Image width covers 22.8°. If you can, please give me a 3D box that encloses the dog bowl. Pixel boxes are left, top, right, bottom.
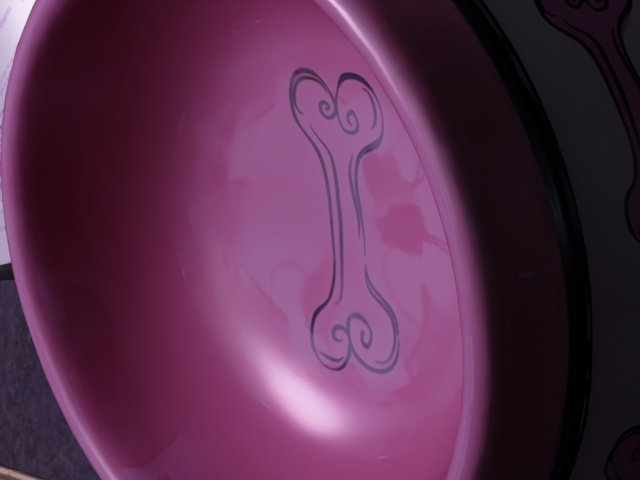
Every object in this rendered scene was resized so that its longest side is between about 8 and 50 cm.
[{"bbox_3d":[0.000,0.000,0.762,0.408,0.150,0.408,20,118,43],"label":"dog bowl"}]

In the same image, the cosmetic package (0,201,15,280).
[{"bbox_3d":[-0.230,-0.091,1.209,0.117,0.085,0.231,-15,80,52],"label":"cosmetic package"}]

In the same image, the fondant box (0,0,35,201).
[{"bbox_3d":[-0.225,-0.205,1.076,0.330,0.096,0.238,41,114,22],"label":"fondant box"}]

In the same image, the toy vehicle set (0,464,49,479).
[{"bbox_3d":[-0.291,0.209,1.232,0.267,0.166,0.035,3,93,54],"label":"toy vehicle set"}]
